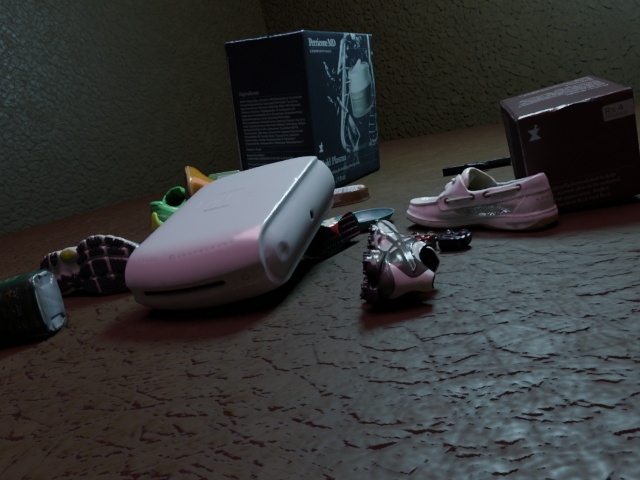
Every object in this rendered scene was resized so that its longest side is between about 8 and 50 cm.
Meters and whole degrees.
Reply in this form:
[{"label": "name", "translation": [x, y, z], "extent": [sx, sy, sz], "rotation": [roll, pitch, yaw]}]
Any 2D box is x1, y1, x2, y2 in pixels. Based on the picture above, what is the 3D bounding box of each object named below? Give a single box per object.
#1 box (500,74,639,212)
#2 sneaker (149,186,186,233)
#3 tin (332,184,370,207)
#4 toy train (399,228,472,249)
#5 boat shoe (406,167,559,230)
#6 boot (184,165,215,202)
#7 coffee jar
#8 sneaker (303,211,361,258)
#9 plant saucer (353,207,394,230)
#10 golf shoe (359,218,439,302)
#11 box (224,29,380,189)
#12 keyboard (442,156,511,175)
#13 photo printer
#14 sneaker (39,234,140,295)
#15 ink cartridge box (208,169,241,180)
[{"label": "box", "translation": [0.411, -0.164, 0.922], "extent": [0.168, 0.167, 0.203], "rotation": [-13, 19, 16]}, {"label": "sneaker", "translation": [-0.361, -0.095, 1.527], "extent": [0.109, 0.124, 0.295], "rotation": [-7, 13, 23]}, {"label": "tin", "translation": [0.033, -0.111, 1.433], "extent": [0.189, 0.040, 0.106], "rotation": [-11, 17, 6]}, {"label": "toy train", "translation": [0.149, 0.003, 0.834], "extent": [0.158, 0.027, 0.036], "rotation": [-3, 26, 33]}, {"label": "boat shoe", "translation": [0.254, -0.074, 0.908], "extent": [0.098, 0.096, 0.277], "rotation": [-23, 16, -38]}, {"label": "boot", "translation": [-0.195, -0.088, 1.268], "extent": [0.211, 0.104, 0.295], "rotation": [-9, 38, -21]}, {"label": "coffee jar", "translation": [-0.484, 0.107, 0.809], "extent": [0.184, 0.096, 0.079], "rotation": [-11, 9, 0]}, {"label": "sneaker", "translation": [0.000, 0.000, 0.954], "extent": [0.075, 0.057, 0.161], "rotation": [-25, 2, 44]}, {"label": "plant saucer", "translation": [0.089, -0.040, 1.090], "extent": [0.119, 0.021, 0.119], "rotation": [-11, 12, 2]}, {"label": "golf shoe", "translation": [0.102, 0.026, 0.694], "extent": [0.093, 0.077, 0.198], "rotation": [1, 21, 8]}, {"label": "box", "translation": [-0.035, -0.420, 1.805], "extent": [0.297, 0.473, 0.480], "rotation": [2, 18, 30]}, {"label": "keyboard", "translation": [0.425, -0.203, 1.499], "extent": [0.180, 0.023, 0.108], "rotation": [-9, 6, 16]}, {"label": "photo printer", "translation": [-0.134, -0.010, 0.843], "extent": [0.255, 0.107, 0.308], "rotation": [-10, 27, 26]}, {"label": "sneaker", "translation": [-0.410, 0.041, 1.035], "extent": [0.275, 0.107, 0.110], "rotation": [-4, 5, 31]}, {"label": "ink cartridge box", "translation": [-0.209, -0.118, 1.534], "extent": [0.108, 0.062, 0.209], "rotation": [-4, -22, 33]}]
